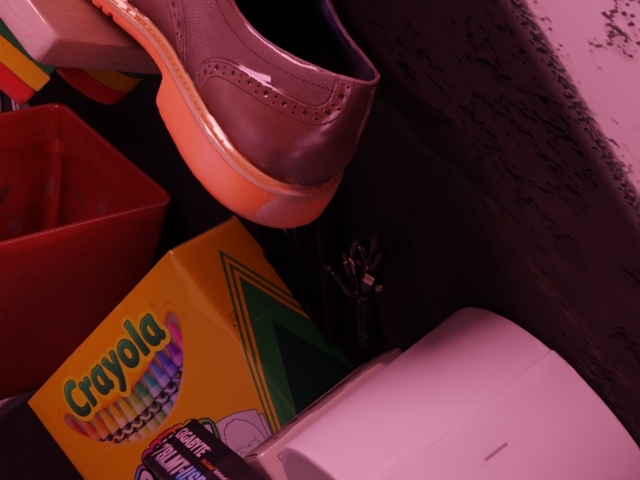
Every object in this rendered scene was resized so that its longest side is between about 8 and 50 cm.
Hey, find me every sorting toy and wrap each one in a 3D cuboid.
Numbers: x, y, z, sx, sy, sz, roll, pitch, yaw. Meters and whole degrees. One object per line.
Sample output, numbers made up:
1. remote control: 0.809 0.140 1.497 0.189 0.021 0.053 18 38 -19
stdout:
1. sorting toy: -0.214 -0.198 1.101 0.255 0.089 0.257 52 -160 12

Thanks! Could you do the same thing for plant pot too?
1. plant pot: -0.349 0.026 1.748 0.267 0.267 0.235 38 133 43

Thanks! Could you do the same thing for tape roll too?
1. tape roll: 0.112 0.191 1.102 0.246 0.169 0.246 48 163 20

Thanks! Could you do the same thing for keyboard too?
1. keyboard: 0.000 0.000 1.273 0.201 0.033 0.317 53 167 25

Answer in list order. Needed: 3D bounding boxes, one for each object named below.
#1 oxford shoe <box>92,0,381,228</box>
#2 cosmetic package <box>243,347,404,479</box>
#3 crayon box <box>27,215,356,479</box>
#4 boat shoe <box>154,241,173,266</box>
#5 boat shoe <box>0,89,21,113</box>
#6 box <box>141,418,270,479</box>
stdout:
1. oxford shoe: -0.073 -0.186 0.995 0.363 0.130 0.132 55 133 21
2. cosmetic package: 0.089 0.262 1.340 0.309 0.160 0.113 54 166 1
3. crayon box: -0.107 0.196 1.583 0.313 0.106 0.363 51 136 4
4. boat shoe: -0.137 0.167 1.868 0.156 0.136 0.367 29 142 49
5. boat shoe: -0.487 -0.258 1.948 0.335 0.121 0.119 57 168 -4
6. box: -0.017 0.308 1.313 0.295 0.073 0.293 56 167 -14
